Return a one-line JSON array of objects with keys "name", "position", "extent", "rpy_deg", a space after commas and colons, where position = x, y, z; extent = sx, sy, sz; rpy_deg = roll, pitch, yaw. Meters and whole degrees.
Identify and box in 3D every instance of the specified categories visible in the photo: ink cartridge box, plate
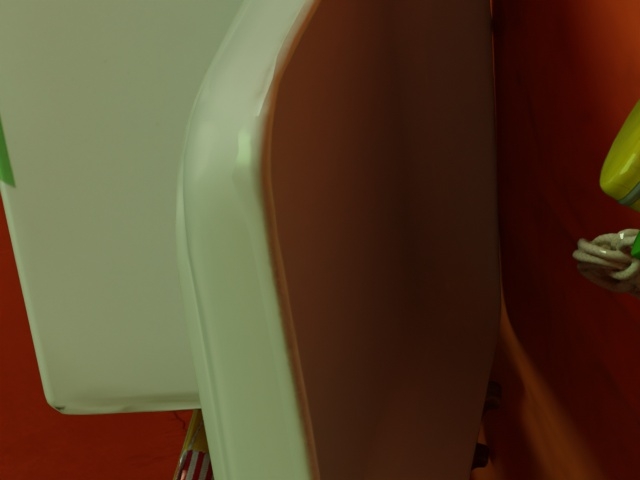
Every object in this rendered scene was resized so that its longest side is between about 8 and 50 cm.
[{"name": "ink cartridge box", "position": [-0.045, -0.084, 0.696], "extent": [0.278, 0.117, 0.201], "rpy_deg": [-76, -20, -65]}, {"name": "plate", "position": [0.014, 0.003, 0.525], "extent": [0.278, 0.045, 0.277], "rpy_deg": [-69, -23, -50]}]

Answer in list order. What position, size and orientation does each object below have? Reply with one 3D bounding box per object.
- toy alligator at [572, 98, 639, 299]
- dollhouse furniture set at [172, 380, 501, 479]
[{"name": "toy alligator", "position": [0.092, -0.018, 0.344], "extent": [0.051, 0.056, 0.190], "rpy_deg": [-61, 3, -6]}, {"name": "dollhouse furniture set", "position": [-0.011, 0.194, 0.843], "extent": [0.374, 0.152, 0.201], "rpy_deg": [81, -157, -69]}]
